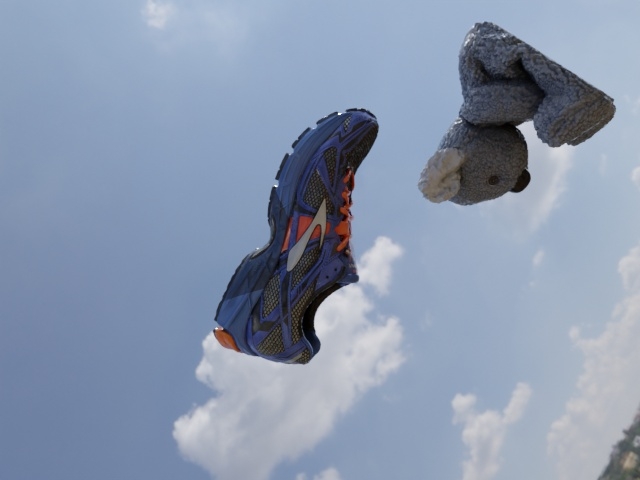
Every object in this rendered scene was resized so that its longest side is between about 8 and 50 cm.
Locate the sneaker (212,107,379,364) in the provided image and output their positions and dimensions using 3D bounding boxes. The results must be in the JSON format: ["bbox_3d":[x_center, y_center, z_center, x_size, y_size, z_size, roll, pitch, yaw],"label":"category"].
[{"bbox_3d":[0.000,0.000,0.466,0.221,0.087,0.083,-66,-18,2],"label":"sneaker"}]

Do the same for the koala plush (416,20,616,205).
[{"bbox_3d":[0.223,-0.139,0.746,0.196,0.203,0.221,-18,-35,-58],"label":"koala plush"}]
